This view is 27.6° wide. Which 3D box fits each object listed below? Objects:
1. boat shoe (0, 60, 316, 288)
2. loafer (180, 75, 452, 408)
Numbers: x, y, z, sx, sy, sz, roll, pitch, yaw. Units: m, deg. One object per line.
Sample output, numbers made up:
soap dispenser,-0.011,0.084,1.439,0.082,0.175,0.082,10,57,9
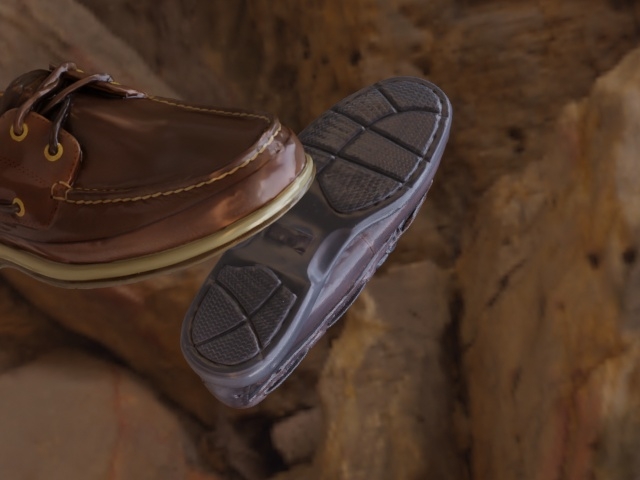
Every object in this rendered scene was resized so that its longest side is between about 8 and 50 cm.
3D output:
boat shoe,-0.084,-0.025,0.425,0.064,0.178,0.060,-50,128,-42
loafer,0.000,0.000,1.020,0.302,0.109,0.095,-52,156,-22
